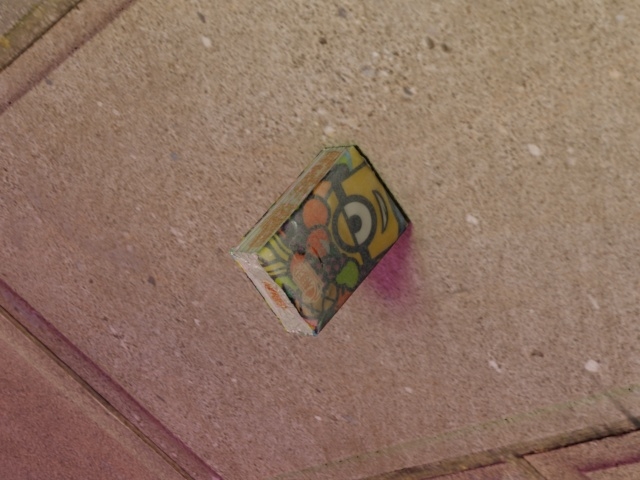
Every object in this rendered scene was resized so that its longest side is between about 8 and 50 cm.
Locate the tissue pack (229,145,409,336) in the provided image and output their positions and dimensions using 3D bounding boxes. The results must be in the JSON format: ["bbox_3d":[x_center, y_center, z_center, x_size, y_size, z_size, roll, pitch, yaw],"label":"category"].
[{"bbox_3d":[0.000,0.000,1.686,0.060,0.148,0.108,6,139,53],"label":"tissue pack"}]
